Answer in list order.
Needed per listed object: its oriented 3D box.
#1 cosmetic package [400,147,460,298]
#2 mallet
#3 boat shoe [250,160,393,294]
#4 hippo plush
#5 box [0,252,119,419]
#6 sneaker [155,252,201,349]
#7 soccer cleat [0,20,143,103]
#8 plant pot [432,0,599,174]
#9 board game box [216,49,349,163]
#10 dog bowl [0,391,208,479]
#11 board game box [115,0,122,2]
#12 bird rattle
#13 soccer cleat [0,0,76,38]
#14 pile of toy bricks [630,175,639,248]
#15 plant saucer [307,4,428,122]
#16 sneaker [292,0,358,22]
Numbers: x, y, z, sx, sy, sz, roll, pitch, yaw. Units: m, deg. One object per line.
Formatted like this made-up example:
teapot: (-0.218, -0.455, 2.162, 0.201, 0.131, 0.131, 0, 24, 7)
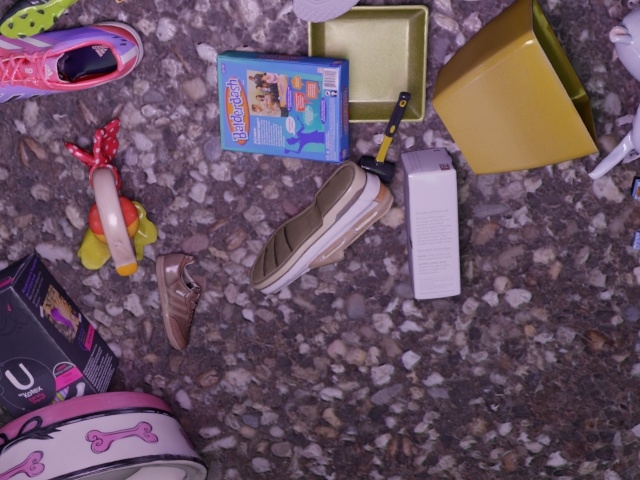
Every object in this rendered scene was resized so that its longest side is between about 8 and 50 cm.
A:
cosmetic package: (0.186, -0.028, 1.528, 0.086, 0.117, 0.231, -7, 113, 2)
mallet: (0.101, -0.169, 1.473, 0.062, 0.039, 0.189, 9, 137, -1)
boat shoe: (0.000, 0.000, 1.540, 0.103, 0.113, 0.302, 28, 124, -30)
hippo plush: (0.567, -0.263, 1.406, 0.294, 0.234, 0.236, -13, 99, 51)
box: (-0.512, 0.188, 1.609, 0.165, 0.143, 0.270, -28, 111, 12)
sneaker: (-0.246, 0.112, 1.618, 0.071, 0.066, 0.188, -7, 115, 2)
soccer cleat: (-0.440, -0.273, 1.414, 0.318, 0.116, 0.108, -10, 114, 4)
plant pot: (0.292, -0.223, 1.400, 0.187, 0.212, 0.212, -26, 112, 24)
board game box: (-0.060, -0.215, 1.444, 0.210, 0.047, 0.160, 9, 116, 18)
dog bowl: (-0.417, 0.406, 1.609, 0.408, 0.150, 0.408, -17, 153, -9)
board game box: (-0.204, -0.522, 1.330, 0.317, 0.064, 0.242, -18, 113, 8)
bird rattle: (-0.334, -0.058, 1.477, 0.143, 0.207, 0.253, -9, 125, -16)
soccer cleat: (-0.420, -0.376, 1.389, 0.179, 0.072, 0.060, -34, 149, 3)
pile of toy bricks: (0.593, -0.046, 1.526, 0.118, 0.105, 0.212, 3, 114, -1)
plant saucer: (0.074, -0.285, 1.449, 0.189, 0.045, 0.188, -1, 114, 0)
sneaker: (0.037, -0.456, 1.328, 0.101, 0.153, 0.268, 16, 135, -23)
